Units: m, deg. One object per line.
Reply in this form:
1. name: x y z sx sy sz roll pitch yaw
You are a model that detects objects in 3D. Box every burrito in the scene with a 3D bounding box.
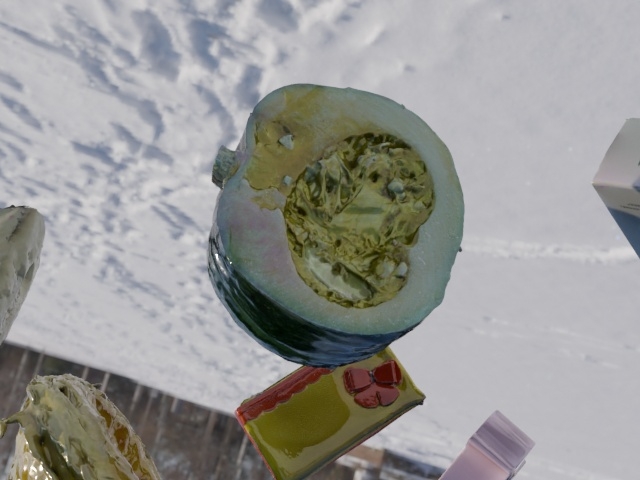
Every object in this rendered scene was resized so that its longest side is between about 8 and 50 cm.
1. burrito: -0.515 0.110 1.362 0.190 0.332 0.135 -6 134 23

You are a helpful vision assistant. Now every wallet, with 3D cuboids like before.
1. wallet: 0.014 0.225 1.310 0.141 0.241 0.067 56 162 11

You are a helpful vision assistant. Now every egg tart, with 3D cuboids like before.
1. egg tart: -0.242 0.327 1.113 0.388 0.169 0.388 48 172 9

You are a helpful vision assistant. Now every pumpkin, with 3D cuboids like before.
1. pumpkin: 0.000 0.000 1.028 0.263 0.293 0.197 23 146 -2

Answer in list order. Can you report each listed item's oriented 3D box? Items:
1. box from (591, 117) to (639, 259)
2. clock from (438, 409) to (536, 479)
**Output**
1. box: 0.489 -0.016 1.168 0.200 0.106 0.299 15 158 45
2. clock: 0.253 0.369 1.500 0.080 0.275 0.290 39 -153 18
